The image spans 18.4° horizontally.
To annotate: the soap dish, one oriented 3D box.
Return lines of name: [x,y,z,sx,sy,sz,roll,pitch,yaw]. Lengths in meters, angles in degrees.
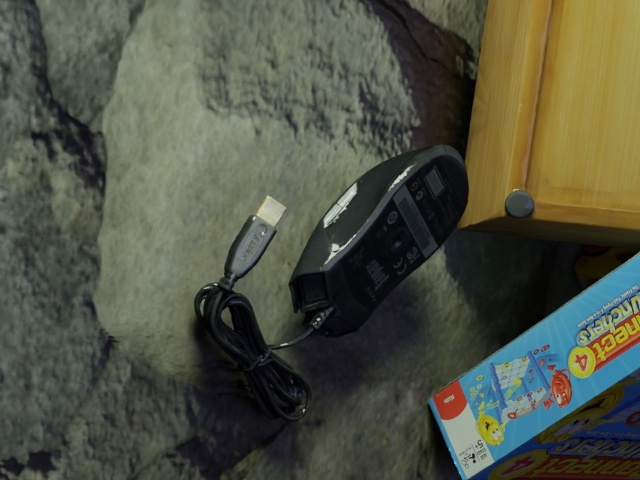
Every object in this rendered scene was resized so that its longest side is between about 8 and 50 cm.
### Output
soap dish: [0.250,-0.135,1.673,0.229,0.118,0.291,6,99,-7]

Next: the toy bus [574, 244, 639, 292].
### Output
toy bus: [0.334,0.008,1.892,0.191,0.104,0.202,3,98,-49]

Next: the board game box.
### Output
board game box: [0.306,0.111,1.756,0.308,0.302,0.086,9,51,-49]

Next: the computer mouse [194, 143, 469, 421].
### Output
computer mouse: [0.000,0.000,1.554,0.262,0.060,0.184,-51,138,-11]
